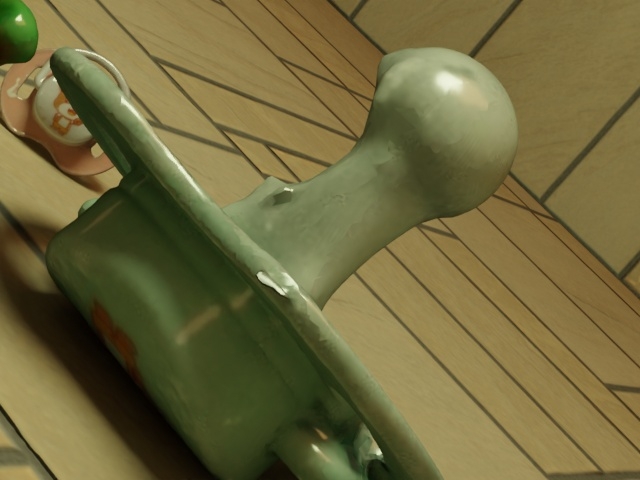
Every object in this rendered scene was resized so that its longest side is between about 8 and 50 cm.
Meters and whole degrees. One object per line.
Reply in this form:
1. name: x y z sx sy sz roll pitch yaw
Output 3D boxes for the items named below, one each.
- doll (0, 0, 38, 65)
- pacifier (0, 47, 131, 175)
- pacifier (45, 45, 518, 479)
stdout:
1. doll: -0.256 -0.151 0.831 0.363 0.182 0.160 -118 -170 -58
2. pacifier: -0.176 -0.091 1.112 0.099 0.081 0.078 39 -15 -7
3. pacifier: 0.000 0.000 0.895 0.343 0.269 0.288 50 -9 24
